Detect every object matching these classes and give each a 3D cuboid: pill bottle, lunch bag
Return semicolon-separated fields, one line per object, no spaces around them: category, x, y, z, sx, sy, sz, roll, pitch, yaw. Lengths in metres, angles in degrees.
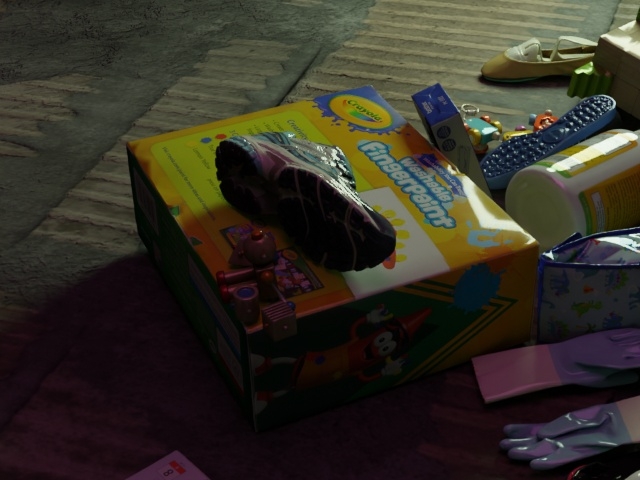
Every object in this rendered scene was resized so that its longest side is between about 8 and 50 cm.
pill bottle;0.385;-0.073;1.638;0.246;0.136;0.136;-24;39;-30
lunch bag;0.334;0.061;1.441;0.151;0.128;0.096;-9;32;-8

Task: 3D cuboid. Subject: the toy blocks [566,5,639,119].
toy blocks;0.625;-0.269;1.924;0.381;0.190;0.261;-28;53;-34

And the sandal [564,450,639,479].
sandal;0.287;0.251;1.231;0.179;0.040;0.067;-21;37;-26

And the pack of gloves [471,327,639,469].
pack of gloves;0.303;0.185;1.349;0.232;0.046;0.195;-12;34;2

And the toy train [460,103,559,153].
toy train;0.297;-0.167;1.877;0.166;0.046;0.125;9;33;11

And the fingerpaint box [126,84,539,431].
fingerpaint box;0.000;0.000;1.523;0.371;0.163;0.445;-16;38;-20

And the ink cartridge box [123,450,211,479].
ink cartridge box;-0.173;0.296;1.189;0.179;0.045;0.145;-24;38;-33

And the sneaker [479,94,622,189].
sneaker;0.348;-0.124;1.783;0.232;0.090;0.081;-28;38;0

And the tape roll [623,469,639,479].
tape roll;0.345;0.322;1.004;0.246;0.169;0.246;-2;33;1

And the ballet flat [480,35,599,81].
ballet flat;0.395;-0.321;2.078;0.232;0.073;0.080;-1;33;2

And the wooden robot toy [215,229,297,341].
wooden robot toy;-0.072;0.029;1.276;0.076;0.079;0.173;-9;36;-9

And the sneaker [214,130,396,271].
sneaker;0.002;-0.065;1.381;0.122;0.110;0.283;-23;41;-32

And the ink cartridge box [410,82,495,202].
ink cartridge box;0.189;-0.104;1.633;0.046;0.207;0.097;-25;34;3
